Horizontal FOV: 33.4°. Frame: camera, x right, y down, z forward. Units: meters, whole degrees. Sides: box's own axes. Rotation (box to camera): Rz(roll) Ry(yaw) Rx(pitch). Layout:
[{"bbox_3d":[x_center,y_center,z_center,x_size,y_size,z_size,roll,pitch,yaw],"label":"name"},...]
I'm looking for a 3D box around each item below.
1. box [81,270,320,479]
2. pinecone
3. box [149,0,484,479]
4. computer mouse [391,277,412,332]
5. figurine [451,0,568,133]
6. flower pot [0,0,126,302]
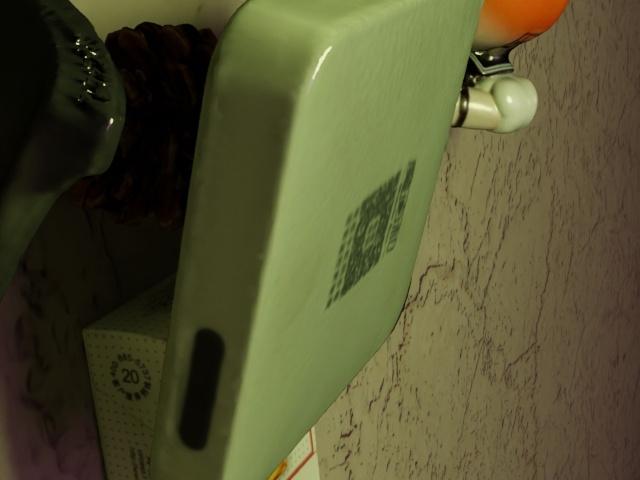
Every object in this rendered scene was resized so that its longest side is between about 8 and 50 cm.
[{"bbox_3d":[-0.092,0.192,0.953,0.210,0.095,0.330,-35,123,-56],"label":"box"},{"bbox_3d":[-0.127,-0.082,0.780,0.174,0.174,0.173,-17,109,-61],"label":"pinecone"},{"bbox_3d":[0.004,-0.024,0.813,0.373,0.091,0.367,-41,148,-59],"label":"box"},{"bbox_3d":[0.000,0.000,1.085,0.170,0.100,0.269,-58,138,-35],"label":"computer mouse"},{"bbox_3d":[0.215,-0.304,1.346,0.320,0.196,0.323,-22,124,-53],"label":"figurine"},{"bbox_3d":[-0.279,0.026,0.374,0.379,0.379,0.251,-40,150,-54],"label":"flower pot"}]
